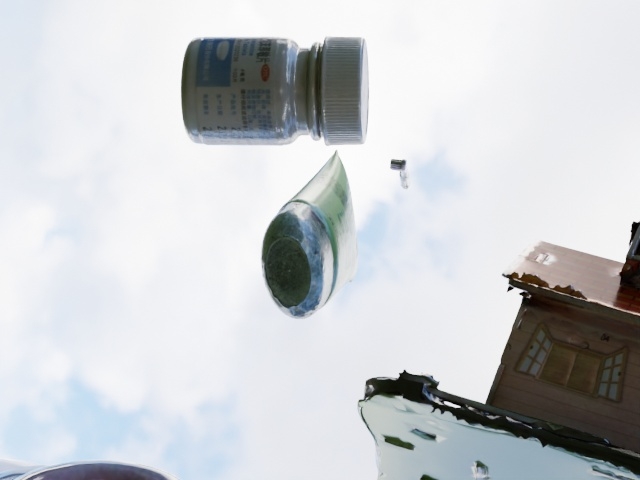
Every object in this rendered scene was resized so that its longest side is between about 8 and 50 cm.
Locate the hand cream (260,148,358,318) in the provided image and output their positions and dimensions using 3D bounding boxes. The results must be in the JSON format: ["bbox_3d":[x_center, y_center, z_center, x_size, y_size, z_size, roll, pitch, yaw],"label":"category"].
[{"bbox_3d":[0.000,0.000,1.043,0.046,0.175,0.095,-6,-79,16],"label":"hand cream"}]

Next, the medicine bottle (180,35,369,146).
[{"bbox_3d":[-0.041,-0.140,1.490,0.168,0.105,0.105,1,-109,5],"label":"medicine bottle"}]

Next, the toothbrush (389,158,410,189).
[{"bbox_3d":[0.069,-0.057,1.376,0.167,0.014,0.011,40,59,-84],"label":"toothbrush"}]

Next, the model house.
[{"bbox_3d":[0.186,0.102,0.865,0.293,0.207,0.154,16,-117,16],"label":"model house"}]

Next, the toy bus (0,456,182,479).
[{"bbox_3d":[-0.177,0.171,0.500,0.231,0.294,0.197,13,-68,32],"label":"toy bus"}]
